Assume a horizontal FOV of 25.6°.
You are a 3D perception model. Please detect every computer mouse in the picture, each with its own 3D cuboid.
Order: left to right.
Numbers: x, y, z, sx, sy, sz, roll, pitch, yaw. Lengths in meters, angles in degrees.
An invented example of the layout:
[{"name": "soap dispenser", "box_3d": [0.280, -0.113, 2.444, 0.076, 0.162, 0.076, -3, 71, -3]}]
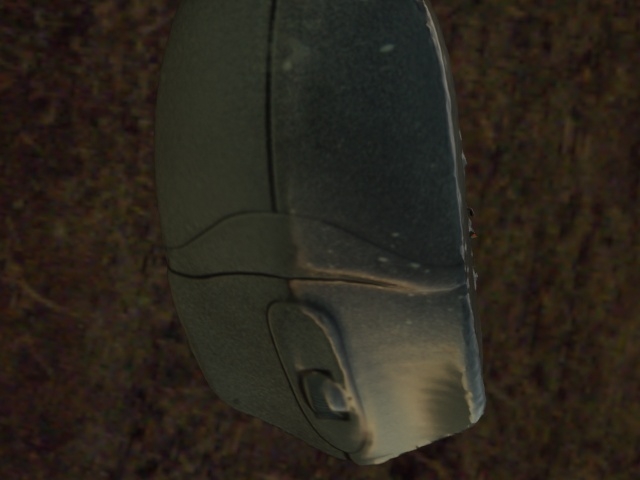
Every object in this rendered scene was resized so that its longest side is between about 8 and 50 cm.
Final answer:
[{"name": "computer mouse", "box_3d": [-0.002, 0.001, 0.492, 0.068, 0.113, 0.229, -56, 144, -54]}]
